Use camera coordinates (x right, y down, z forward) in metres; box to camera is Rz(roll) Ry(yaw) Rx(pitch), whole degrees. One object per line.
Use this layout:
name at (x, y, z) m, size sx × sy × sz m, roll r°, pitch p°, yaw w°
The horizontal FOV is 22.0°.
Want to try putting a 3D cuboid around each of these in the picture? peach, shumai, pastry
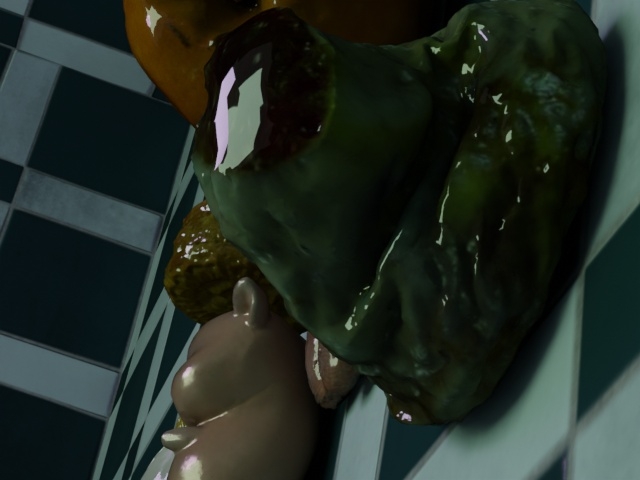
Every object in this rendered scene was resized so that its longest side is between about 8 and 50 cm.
peach at (-0.035, -0.254, 1.743) m, size 0.342 × 0.343 × 0.302 m, roll -68°, pitch -15°, yaw 15°
shumai at (0.028, -0.043, 1.158) m, size 0.304 × 0.263 × 0.309 m, roll 128°, pitch 159°, yaw -56°
pastry at (-0.069, 0.030, 1.770) m, size 0.189 × 0.189 × 0.103 m, roll 125°, pitch 160°, yaw -56°

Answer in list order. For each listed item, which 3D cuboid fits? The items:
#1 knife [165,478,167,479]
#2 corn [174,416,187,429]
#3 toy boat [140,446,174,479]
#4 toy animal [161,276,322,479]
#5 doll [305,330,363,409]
knife at (-0.156, 0.399, 1.640) m, size 0.044 × 0.080 × 0.331 m, roll 27°, pitch -112°, yaw -68°
corn at (-0.113, 0.203, 1.909) m, size 0.291 × 0.101 × 0.101 m, roll 120°, pitch 165°, yaw -53°
toy boat at (-0.141, 0.350, 1.734) m, size 0.141 × 0.141 × 0.269 m, roll 130°, pitch 157°, yaw -63°
toy animal at (-0.075, 0.180, 1.595) m, size 0.166 × 0.154 × 0.250 m, roll 88°, pitch -173°, yaw -67°
doll at (0.000, 0.000, 1.555) m, size 0.201 × 0.156 × 0.303 m, roll 129°, pitch 154°, yaw -61°
